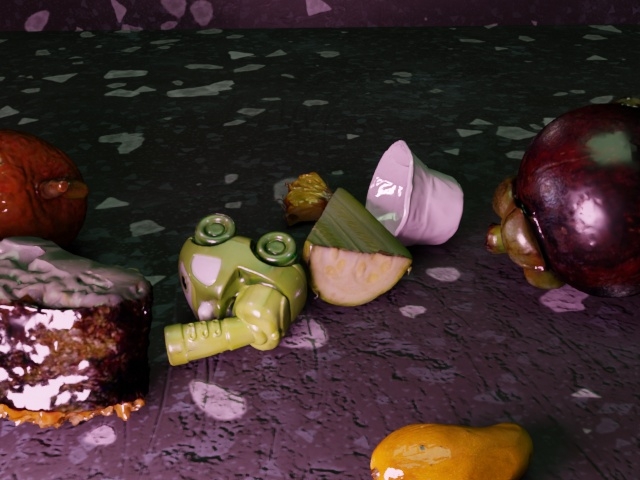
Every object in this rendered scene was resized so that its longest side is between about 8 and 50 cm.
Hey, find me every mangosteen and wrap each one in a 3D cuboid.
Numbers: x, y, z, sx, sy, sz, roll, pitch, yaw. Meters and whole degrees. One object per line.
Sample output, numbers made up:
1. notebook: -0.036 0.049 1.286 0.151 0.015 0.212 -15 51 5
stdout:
1. mangosteen: 0.411 -0.061 1.160 0.300 0.300 0.300 -1 27 0

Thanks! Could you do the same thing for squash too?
1. squash: 0.000 0.000 1.238 0.203 0.111 0.288 7 23 -30

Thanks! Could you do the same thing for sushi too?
1. sushi: -0.374 0.109 0.948 0.348 0.207 0.234 6 15 3

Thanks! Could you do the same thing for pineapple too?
1. pineapple: -0.018 -0.068 1.444 0.116 0.069 0.137 14 39 17

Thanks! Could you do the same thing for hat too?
1. hat: 0.167 -0.063 1.314 0.126 0.203 0.203 9 24 -16

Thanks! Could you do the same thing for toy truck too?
1. toy truck: -0.113 0.082 1.064 0.187 0.148 0.210 3 47 1

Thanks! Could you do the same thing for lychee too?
1. lychee: -0.505 -0.068 1.250 0.300 0.255 0.255 -25 16 27

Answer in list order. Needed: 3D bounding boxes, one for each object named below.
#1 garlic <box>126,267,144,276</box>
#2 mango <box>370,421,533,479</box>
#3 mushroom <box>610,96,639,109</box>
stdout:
1. garlic: -0.294 0.069 1.181 0.041 0.053 0.083 -11 20 13
2. mango: 0.142 0.235 0.810 0.190 0.075 0.098 -2 31 -16
3. mushroom: 0.604 -0.112 1.338 0.267 0.254 0.267 1 50 -1
